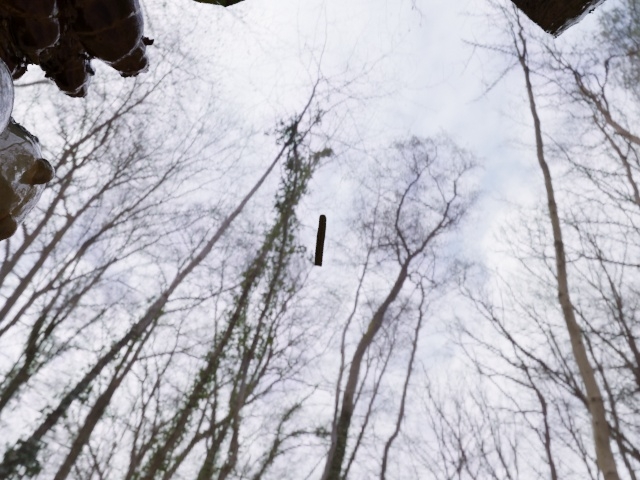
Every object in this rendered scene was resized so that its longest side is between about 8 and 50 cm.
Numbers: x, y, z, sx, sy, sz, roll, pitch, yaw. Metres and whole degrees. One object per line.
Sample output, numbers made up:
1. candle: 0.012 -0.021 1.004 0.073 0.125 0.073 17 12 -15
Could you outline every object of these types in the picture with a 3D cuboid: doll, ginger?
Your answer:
1. doll: -0.587 -0.133 0.903 0.349 0.247 0.247 35 -55 -22
2. ginger: -0.450 -0.395 1.085 0.152 0.357 0.274 22 -80 37

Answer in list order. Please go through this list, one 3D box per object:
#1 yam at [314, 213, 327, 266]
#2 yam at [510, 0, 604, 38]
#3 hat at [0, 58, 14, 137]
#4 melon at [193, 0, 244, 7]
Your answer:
1. yam: 0.000 0.000 1.345 0.021 0.021 0.116 5 -94 6
2. yam: 0.211 -0.241 0.478 0.183 0.107 0.107 -38 -66 15
3. hat: -0.302 -0.088 0.517 0.067 0.146 0.146 38 -51 15
4. melon: -0.166 -0.332 0.686 0.209 0.064 0.118 22 -35 28
